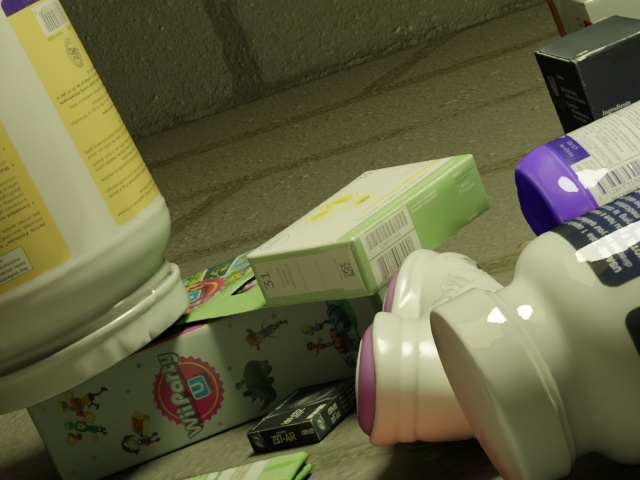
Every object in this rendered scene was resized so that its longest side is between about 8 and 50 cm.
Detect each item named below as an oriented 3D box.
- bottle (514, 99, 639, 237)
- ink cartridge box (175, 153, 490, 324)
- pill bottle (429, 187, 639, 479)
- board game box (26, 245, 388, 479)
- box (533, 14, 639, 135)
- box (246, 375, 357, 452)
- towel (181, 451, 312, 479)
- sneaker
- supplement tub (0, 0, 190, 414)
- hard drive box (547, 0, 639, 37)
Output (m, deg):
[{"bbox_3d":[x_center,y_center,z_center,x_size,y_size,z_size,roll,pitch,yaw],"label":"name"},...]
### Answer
[{"bbox_3d":[0.310,-0.075,1.595,0.283,0.092,0.118,-25,45,-9],"label":"bottle"},{"bbox_3d":[0.000,0.000,1.537,0.235,0.056,0.171,-8,20,44],"label":"ink cartridge box"},{"bbox_3d":[0.210,0.043,1.129,0.264,0.153,0.153,-24,11,-8],"label":"pill bottle"},{"bbox_3d":[-0.091,0.092,1.654,0.303,0.097,0.224,-23,11,6],"label":"board game box"},{"bbox_3d":[0.281,-0.117,1.725,0.093,0.158,0.156,-23,12,-3],"label":"box"},{"bbox_3d":[-0.010,0.137,1.475,0.067,0.018,0.083,-15,13,36],"label":"box"},{"bbox_3d":[-0.088,0.199,1.347,0.152,0.023,0.113,-16,15,22],"label":"towel"},{"bbox_3d":[0.113,0.083,1.342,0.152,0.114,0.305,1,14,9],"label":"sneaker"},{"bbox_3d":[-0.272,-0.048,1.550,0.241,0.331,0.241,-26,11,5],"label":"supplement tub"},{"bbox_3d":[0.320,-0.189,1.928,0.089,0.181,0.232,-23,10,1],"label":"hard drive box"}]
